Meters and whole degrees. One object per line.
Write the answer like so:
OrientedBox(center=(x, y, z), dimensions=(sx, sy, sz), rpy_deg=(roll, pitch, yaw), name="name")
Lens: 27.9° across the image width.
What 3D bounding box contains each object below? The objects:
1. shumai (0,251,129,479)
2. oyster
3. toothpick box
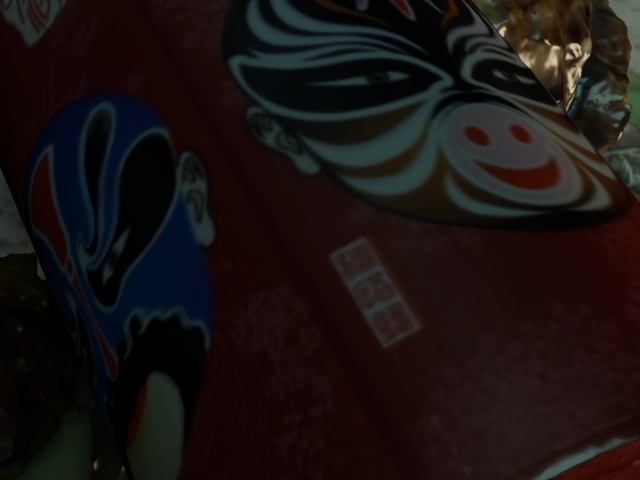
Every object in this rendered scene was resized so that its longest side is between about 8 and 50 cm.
OrientedBox(center=(-0.138, 0.101, 0.489), dimensions=(0.201, 0.120, 0.201), rpy_deg=(7, 56, -10), name="shumai")
OrientedBox(center=(0.088, -0.154, 0.707), dimensions=(0.275, 0.100, 0.271), rpy_deg=(-5, 76, -21), name="oyster")
OrientedBox(center=(0.000, 0.000, 0.481), dimensions=(0.204, 0.204, 0.333), rpy_deg=(-15, 50, -21), name="toothpick box")
